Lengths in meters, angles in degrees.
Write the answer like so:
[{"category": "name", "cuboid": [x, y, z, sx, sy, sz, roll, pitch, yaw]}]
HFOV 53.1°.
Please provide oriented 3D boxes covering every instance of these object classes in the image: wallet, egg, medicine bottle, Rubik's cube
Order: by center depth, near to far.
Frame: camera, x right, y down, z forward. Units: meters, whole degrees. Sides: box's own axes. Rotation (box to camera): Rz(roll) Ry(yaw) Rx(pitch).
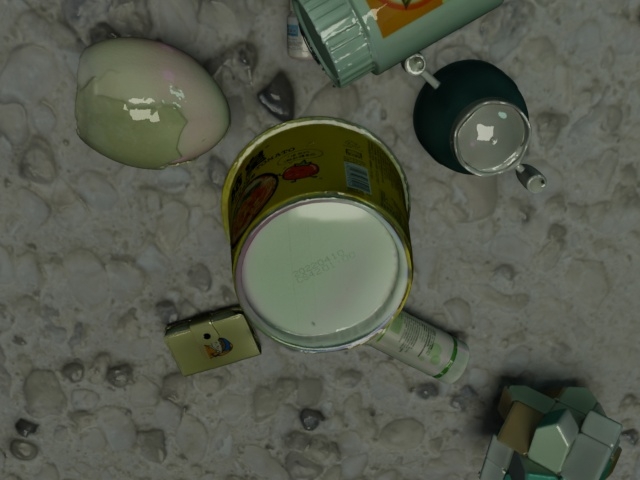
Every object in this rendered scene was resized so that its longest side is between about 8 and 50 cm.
[{"category": "medicine bottle", "cuboid": [0.128, -0.339, 0.851, 0.318, 0.158, 0.158, -30, 113, 1]}, {"category": "egg", "cuboid": [-0.235, -0.193, 0.916, 0.217, 0.183, 0.183, 4, 115, -16]}, {"category": "medicine bottle", "cuboid": [-0.023, -0.313, 0.938, 0.052, 0.052, 0.089, -1, 114, -3]}, {"category": "medicine bottle", "cuboid": [0.172, 0.185, 1.162, 0.183, 0.086, 0.086, 28, 111, -15]}, {"category": "wallet", "cuboid": [-0.197, 0.182, 1.168, 0.155, 0.039, 0.110, -17, 118, 5]}, {"category": "Rubik's cube", "cuboid": [0.419, 0.378, 1.174, 0.265, 0.224, 0.213, -18, 126, -43]}]

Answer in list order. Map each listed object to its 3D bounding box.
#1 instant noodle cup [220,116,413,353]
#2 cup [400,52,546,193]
[{"category": "instant noodle cup", "cuboid": [0.000, 0.000, 0.976, 0.325, 0.254, 0.326, -2, 115, -3]}, {"category": "cup", "cuboid": [0.232, -0.173, 0.950, 0.299, 0.173, 0.167, 38, 106, -18]}]
